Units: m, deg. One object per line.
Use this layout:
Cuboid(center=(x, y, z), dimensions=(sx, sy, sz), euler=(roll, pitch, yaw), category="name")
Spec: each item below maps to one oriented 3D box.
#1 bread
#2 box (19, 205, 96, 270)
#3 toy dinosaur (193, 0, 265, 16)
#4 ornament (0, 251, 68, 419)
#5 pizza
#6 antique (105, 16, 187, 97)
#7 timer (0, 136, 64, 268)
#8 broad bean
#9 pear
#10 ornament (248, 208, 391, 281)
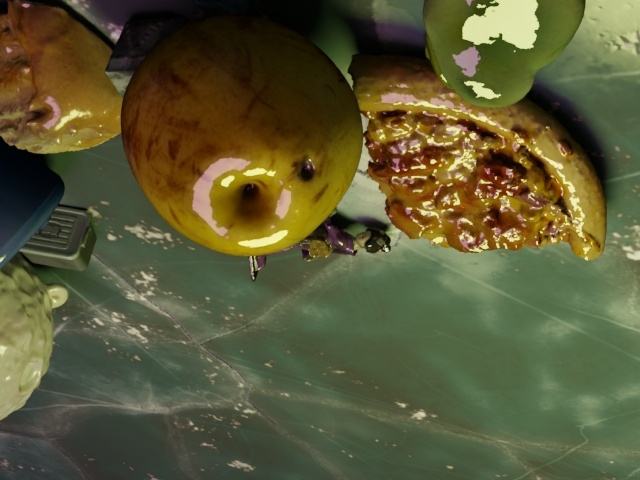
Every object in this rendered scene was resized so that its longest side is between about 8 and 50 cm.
Cuboid(center=(-0.343, -0.182, 1.807), dimensions=(0.174, 0.133, 0.251), euler=(-13, 138, 42), category="bread")
Cuboid(center=(-0.402, -0.003, 2.164), dimensions=(0.122, 0.084, 0.069), euler=(10, 157, 14), category="box")
Cuboid(center=(-0.102, -0.280, 1.620), dimensions=(0.080, 0.045, 0.197), euler=(14, 146, -14), category="toy dinosaur")
Cuboid(center=(-0.595, 0.139, 2.233), dimensions=(0.337, 0.337, 0.337), euler=(13, 148, 8), category="ornament")
Cuboid(center=(0.176, -0.088, 1.727), dimensions=(0.409, 0.114, 0.277), euler=(39, 137, -24), category="pizza")
Cuboid(center=(-0.184, -0.191, 1.758), dimensions=(0.088, 0.086, 0.183), euler=(-2, 143, 27), category="antique")
Cuboid(center=(-0.577, -0.111, 1.967), dimensions=(0.383, 0.270, 0.270), euler=(46, 141, -15), category="timer")
Cuboid(center=(0.187, -0.238, 1.505), dimensions=(0.169, 0.100, 0.228), euler=(20, 137, -18), category="broad bean")
Cuboid(center=(-0.087, -0.117, 1.593), dimensions=(0.280, 0.281, 0.281), euler=(13, 148, 8), category="pear")
Cuboid(center=(-0.004, -0.007, 1.977), dimensions=(0.203, 0.088, 0.081), euler=(-6, 118, 14), category="ornament")
